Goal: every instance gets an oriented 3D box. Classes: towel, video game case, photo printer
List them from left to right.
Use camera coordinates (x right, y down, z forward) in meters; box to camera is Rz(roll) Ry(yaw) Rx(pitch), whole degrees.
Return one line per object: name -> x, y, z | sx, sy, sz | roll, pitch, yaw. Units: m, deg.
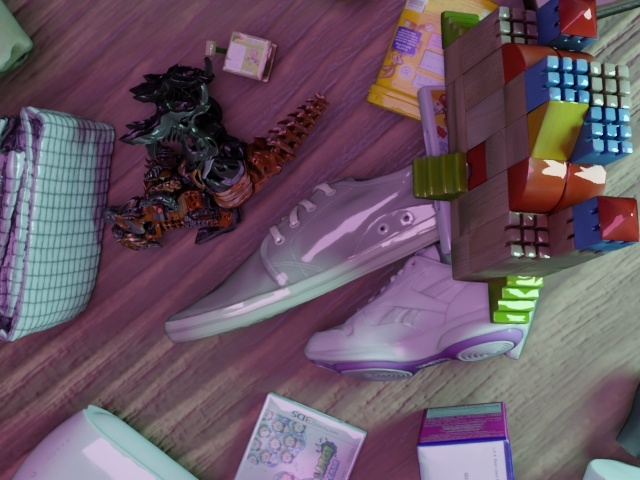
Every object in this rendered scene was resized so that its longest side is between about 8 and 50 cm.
towel -> -0.373, -0.028, 1.598 | 0.121, 0.235, 0.284 | 9, 95, 12
photo printer -> -0.274, 0.389, 1.679 | 0.307, 0.107, 0.256 | 38, 98, 3
video game case -> -0.032, 0.301, 1.686 | 0.143, 0.019, 0.157 | 22, 97, 5
video game case -> 0.237, -0.091, 1.546 | 0.227, 0.026, 0.206 | -4, 79, -22

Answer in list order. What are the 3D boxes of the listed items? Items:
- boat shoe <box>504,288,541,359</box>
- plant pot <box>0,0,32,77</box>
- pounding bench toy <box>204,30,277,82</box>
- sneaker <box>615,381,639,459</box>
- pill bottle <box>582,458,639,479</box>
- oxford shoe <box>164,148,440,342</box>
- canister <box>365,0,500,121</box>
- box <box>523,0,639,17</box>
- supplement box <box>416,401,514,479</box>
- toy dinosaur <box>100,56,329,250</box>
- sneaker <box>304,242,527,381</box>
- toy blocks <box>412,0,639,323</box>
boat shoe -> 0.244, 0.035, 1.608 | 0.081, 0.079, 0.227 | 10, 90, 13
plant pot -> -0.545, -0.283, 1.580 | 0.334, 0.334, 0.305 | -41, 100, 8
pounding bench toy -> -0.105, -0.240, 1.630 | 0.083, 0.065, 0.052 | 15, 96, 5
sneaker -> 0.493, 0.245, 1.597 | 0.222, 0.083, 0.118 | 23, 112, 2
pill bottle -> 0.356, 0.470, 1.554 | 0.210, 0.210, 0.363 | 17, 97, 6
oxford shoe -> 0.000, 0.000, 1.589 | 0.449, 0.169, 0.130 | -27, 94, 1
canister -> 0.145, -0.235, 1.597 | 0.126, 0.073, 0.170 | 21, 95, 5
box -> 0.302, -0.459, 1.529 | 0.191, 0.143, 0.381 | -16, 94, 8
supplement box -> 0.182, 0.277, 1.557 | 0.114, 0.220, 0.111 | -6, 93, 9
toy dinosaur -> -0.146, -0.109, 1.622 | 0.322, 0.164, 0.218 | -37, 119, -5
sneaker -> 0.117, 0.092, 1.600 | 0.305, 0.114, 0.152 | -15, 67, 28
toy blocks -> 0.241, -0.117, 1.396 | 0.191, 0.261, 0.381 | 4, 76, -20
